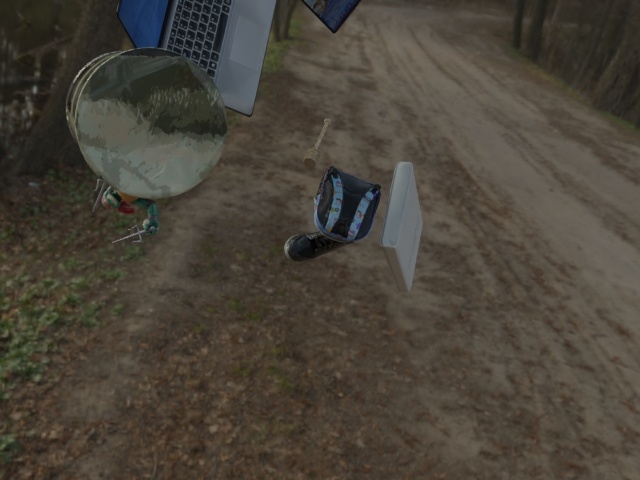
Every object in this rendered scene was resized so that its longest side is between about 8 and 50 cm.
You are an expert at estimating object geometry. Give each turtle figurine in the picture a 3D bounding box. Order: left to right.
[{"bbox_3d":[-0.363,-0.109,1.333,0.175,0.234,0.118,46,13,-41],"label":"turtle figurine"}]

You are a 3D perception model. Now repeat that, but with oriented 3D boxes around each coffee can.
[{"bbox_3d":[-0.271,-0.184,1.015,0.201,0.202,0.275,4,12,-24],"label":"coffee can"}]

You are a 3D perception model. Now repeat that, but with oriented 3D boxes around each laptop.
[{"bbox_3d":[-0.241,-0.538,1.476,0.407,0.382,0.236,18,-12,-31],"label":"laptop"}]

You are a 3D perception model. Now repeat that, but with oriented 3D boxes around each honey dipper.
[{"bbox_3d":[-0.002,-0.229,1.553,0.030,0.030,0.161,16,48,7],"label":"honey dipper"}]

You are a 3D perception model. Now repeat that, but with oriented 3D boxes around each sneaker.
[{"bbox_3d":[0.000,0.000,1.933,0.118,0.083,0.222,-24,-5,41],"label":"sneaker"}]

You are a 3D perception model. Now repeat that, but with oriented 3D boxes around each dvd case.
[{"bbox_3d":[0.004,-0.724,1.856,0.253,0.180,0.022,46,39,0],"label":"dvd case"}]

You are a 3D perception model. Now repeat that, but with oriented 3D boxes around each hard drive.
[{"bbox_3d":[0.224,-0.025,1.811,0.047,0.233,0.353,8,-20,16],"label":"hard drive"}]

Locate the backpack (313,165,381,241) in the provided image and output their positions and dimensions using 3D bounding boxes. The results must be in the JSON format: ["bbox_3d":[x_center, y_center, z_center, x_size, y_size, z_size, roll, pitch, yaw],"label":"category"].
[{"bbox_3d":[0.056,-0.069,1.648,0.158,0.117,0.173,20,61,-9],"label":"backpack"}]
